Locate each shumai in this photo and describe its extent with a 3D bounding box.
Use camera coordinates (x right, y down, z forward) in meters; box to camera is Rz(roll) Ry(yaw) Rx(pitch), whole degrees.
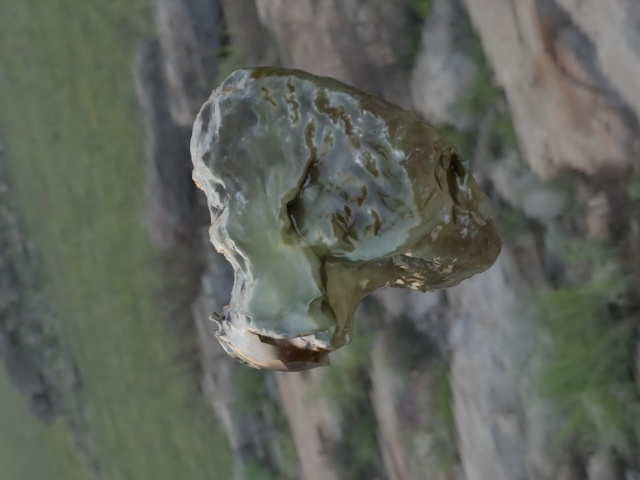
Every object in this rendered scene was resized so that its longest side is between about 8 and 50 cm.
[{"bbox_3d":[0.000,0.000,1.148,0.209,0.153,0.161,37,156,-19],"label":"shumai"}]
